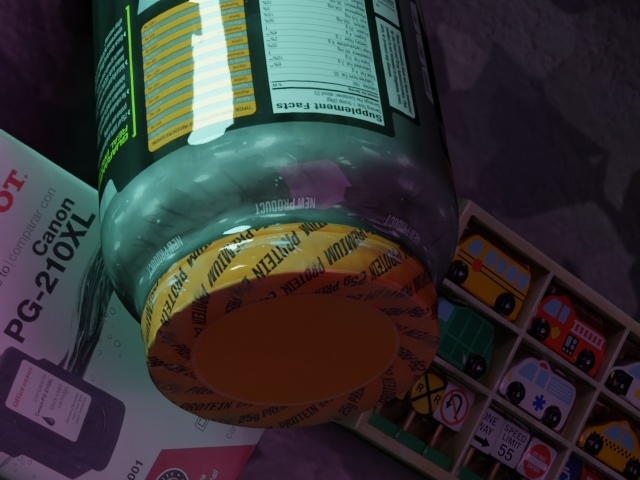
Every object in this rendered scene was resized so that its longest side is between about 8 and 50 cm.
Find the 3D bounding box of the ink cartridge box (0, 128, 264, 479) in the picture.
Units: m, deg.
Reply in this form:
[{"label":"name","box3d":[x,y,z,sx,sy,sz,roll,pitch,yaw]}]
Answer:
[{"label":"ink cartridge box","box3d":[-0.151,0.066,1.048,0.237,0.100,0.172,33,77,-21]}]

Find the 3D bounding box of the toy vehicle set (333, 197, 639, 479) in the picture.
[{"label":"toy vehicle set","box3d":[0.139,0.105,1.185,0.267,0.035,0.166,34,78,-33]}]

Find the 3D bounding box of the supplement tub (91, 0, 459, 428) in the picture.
[{"label":"supplement tub","box3d":[-0.029,-0.068,0.979,0.193,0.193,0.316,12,51,-24]}]
